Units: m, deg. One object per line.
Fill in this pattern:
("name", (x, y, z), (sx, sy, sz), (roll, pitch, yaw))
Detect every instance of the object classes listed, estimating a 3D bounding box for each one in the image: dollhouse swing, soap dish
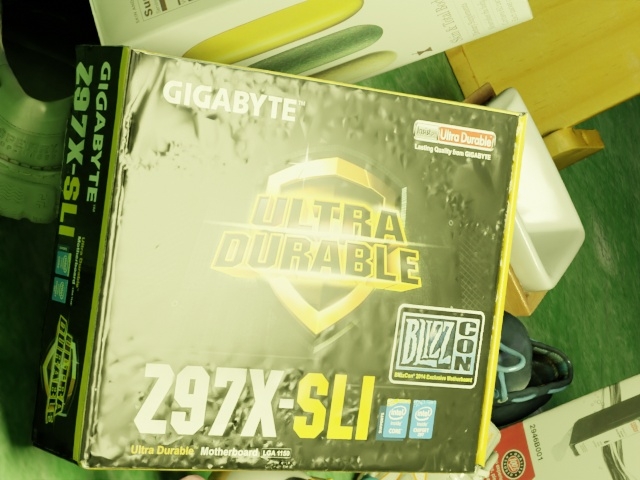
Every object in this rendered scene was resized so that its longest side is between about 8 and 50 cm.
("dollhouse swing", (0.323, -0.296, 2.388), (0.347, 0.305, 0.315), (67, 21, 6))
("soap dish", (0.190, -0.045, 2.050), (0.229, 0.118, 0.291), (64, 21, -5))

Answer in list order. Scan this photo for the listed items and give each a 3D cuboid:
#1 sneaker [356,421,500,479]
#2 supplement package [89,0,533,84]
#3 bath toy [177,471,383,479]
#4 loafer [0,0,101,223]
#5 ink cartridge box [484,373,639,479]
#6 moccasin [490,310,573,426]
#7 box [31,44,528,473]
("sneaker", (0.096, 0.204, 1.547), (0.099, 0.121, 0.262), (50, 26, -34))
("supplement package", (-0.019, -0.224, 1.244), (0.199, 0.262, 0.198), (46, 27, -70))
("bath toy", (-0.059, 0.213, 1.157), (0.348, 0.129, 0.151), (4, 64, -66))
("loafer", (-0.176, -0.145, 1.254), (0.112, 0.111, 0.319), (14, 40, -12))
("ink cartridge box", (0.308, 0.251, 1.791), (0.114, 0.273, 0.197), (39, 33, -51))
("moccasin", (0.153, 0.103, 1.798), (0.342, 0.117, 0.138), (17, 52, -64))
("box", (-0.020, 0.020, 1.193), (0.322, 0.079, 0.257), (7, 93, -36))
